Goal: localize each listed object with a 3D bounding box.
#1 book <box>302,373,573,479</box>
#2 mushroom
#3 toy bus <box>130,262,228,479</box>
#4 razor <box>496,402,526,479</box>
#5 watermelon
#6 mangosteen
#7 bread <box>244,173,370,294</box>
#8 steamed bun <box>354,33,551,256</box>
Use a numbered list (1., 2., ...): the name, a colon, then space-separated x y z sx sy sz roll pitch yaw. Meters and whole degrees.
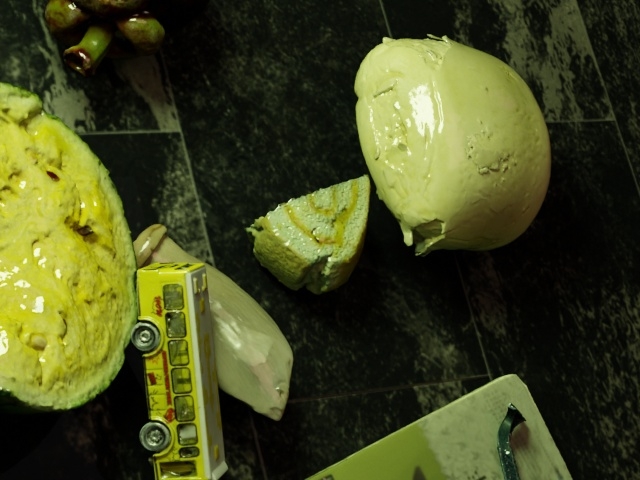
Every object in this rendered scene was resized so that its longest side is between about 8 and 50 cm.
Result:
1. book: 0.155 0.312 1.845 0.352 0.035 0.239 -22 82 -36
2. mushroom: -0.114 0.089 1.754 0.247 0.096 0.108 48 54 3
3. toy bus: -0.146 0.136 1.672 0.074 0.081 0.226 -5 93 9
4. razor: 0.224 0.284 1.864 0.066 0.033 0.190 44 39 -65
5. watermelon: -0.337 0.015 1.591 0.331 0.189 0.330 -12 90 -68
6. mangosteen: -0.223 -0.289 1.812 0.211 0.211 0.250 21 70 -21
7. bread: 0.005 0.000 1.861 0.156 0.103 0.110 -24 76 -30
8. steamed bun: 0.163 -0.120 1.936 0.232 0.166 0.272 19 52 -52
